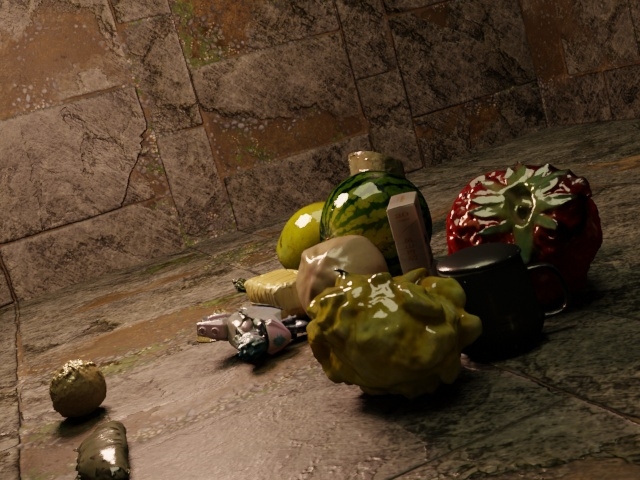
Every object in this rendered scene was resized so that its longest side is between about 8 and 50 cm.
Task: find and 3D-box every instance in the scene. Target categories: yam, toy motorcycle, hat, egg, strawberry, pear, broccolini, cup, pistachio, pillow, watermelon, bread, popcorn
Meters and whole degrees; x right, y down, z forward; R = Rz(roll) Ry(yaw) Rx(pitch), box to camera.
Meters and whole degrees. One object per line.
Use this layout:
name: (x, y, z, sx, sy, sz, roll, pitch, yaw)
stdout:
yam: (0.188, -0.127, 2.528, 0.168, 0.304, 0.168, -11, 1, 0)
toy motorcycle: (-0.158, 0.197, 1.762, 0.239, 0.108, 0.204, -13, 10, 15)
hat: (-0.243, 0.192, 2.045, 0.146, 0.067, 0.146, -15, 9, 3)
egg: (-0.496, 0.302, 1.696, 0.118, 0.116, 0.140, -30, -18, -8)
strawberry: (0.396, 0.012, 1.603, 0.291, 0.310, 0.292, -14, 40, 12)
pear: (0.000, 0.000, 2.313, 0.269, 0.212, 0.212, -30, 5, 19)
broccolini: (-0.200, 0.136, 2.380, 0.044, 0.042, 0.218, -21, 13, -22)
cup: (0.310, 0.091, 1.420, 0.223, 0.177, 0.169, -16, 7, 4)
pistachio: (0.055, 0.092, 1.783, 0.226, 0.208, 0.332, 28, -3, 3)
pillow: (-0.365, 0.355, 1.378, 0.093, 0.051, 0.241, -18, 12, -13)
watermelon: (0.139, -0.033, 2.085, 0.285, 0.285, 0.285, -15, 10, 3)
bread: (-0.092, 0.135, 2.009, 0.140, 0.106, 0.236, -21, 11, -23)
popcorn: (0.112, 0.147, 1.334, 0.252, 0.215, 0.286, 6, -4, -31)

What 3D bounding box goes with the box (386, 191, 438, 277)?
box: (0.205, 0.021, 1.801, 0.067, 0.233, 0.149, -14, 10, 9)
